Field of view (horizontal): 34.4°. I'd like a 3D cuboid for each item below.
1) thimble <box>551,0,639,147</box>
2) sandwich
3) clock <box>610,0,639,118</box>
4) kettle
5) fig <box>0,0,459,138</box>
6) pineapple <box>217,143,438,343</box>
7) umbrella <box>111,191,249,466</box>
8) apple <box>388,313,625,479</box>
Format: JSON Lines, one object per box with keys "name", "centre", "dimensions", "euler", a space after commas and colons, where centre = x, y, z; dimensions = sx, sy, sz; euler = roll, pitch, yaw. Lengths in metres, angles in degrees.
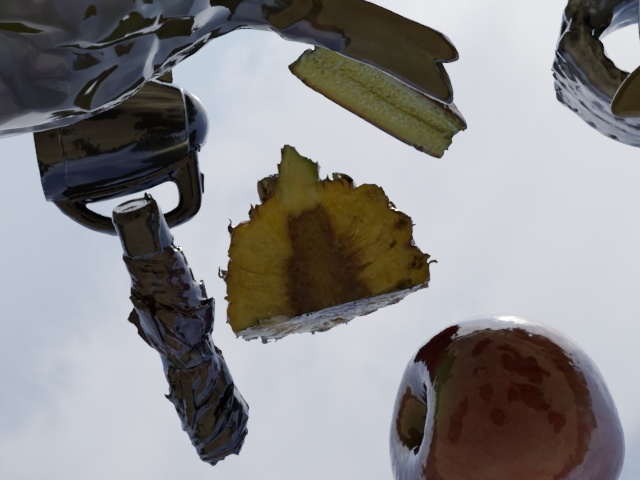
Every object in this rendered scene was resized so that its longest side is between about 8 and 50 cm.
{"name": "thimble", "centre": [0.382, -0.208, 1.143], "dimensions": [0.246, 0.157, 0.217], "euler": [6, -101, 9]}
{"name": "sandwich", "centre": [0.080, -0.207, 1.373], "dimensions": [0.090, 0.244, 0.088], "euler": [-51, -162, 29]}
{"name": "clock", "centre": [0.413, -0.193, 0.849], "dimensions": [0.348, 0.117, 0.286], "euler": [-4, -88, 22]}
{"name": "kettle", "centre": [-0.305, -0.160, 1.620], "dimensions": [0.271, 0.207, 0.250], "euler": [-9, -127, -11]}
{"name": "fig", "centre": [-0.094, -0.123, 0.388], "dimensions": [0.286, 0.369, 0.286], "euler": [-47, -153, 32]}
{"name": "pineapple", "centre": [-0.001, -0.003, 1.681], "dimensions": [0.344, 0.209, 0.286], "euler": [-15, -104, 4]}
{"name": "umbrella", "centre": [-0.153, 0.102, 1.141], "dimensions": [0.090, 0.326, 0.094], "euler": [-25, -156, -19]}
{"name": "apple", "centre": [0.248, 0.256, 1.377], "dimensions": [0.269, 0.345, 0.344], "euler": [9, -126, -10]}
